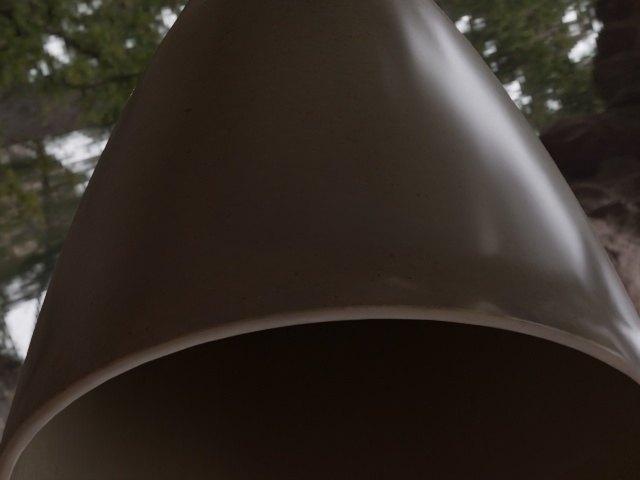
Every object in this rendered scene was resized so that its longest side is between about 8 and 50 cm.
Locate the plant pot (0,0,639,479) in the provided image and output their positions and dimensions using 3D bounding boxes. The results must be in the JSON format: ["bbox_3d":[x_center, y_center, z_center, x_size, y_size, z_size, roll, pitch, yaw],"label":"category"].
[{"bbox_3d":[0.000,0.000,0.531,0.256,0.256,0.274,113,-21,-46],"label":"plant pot"}]
